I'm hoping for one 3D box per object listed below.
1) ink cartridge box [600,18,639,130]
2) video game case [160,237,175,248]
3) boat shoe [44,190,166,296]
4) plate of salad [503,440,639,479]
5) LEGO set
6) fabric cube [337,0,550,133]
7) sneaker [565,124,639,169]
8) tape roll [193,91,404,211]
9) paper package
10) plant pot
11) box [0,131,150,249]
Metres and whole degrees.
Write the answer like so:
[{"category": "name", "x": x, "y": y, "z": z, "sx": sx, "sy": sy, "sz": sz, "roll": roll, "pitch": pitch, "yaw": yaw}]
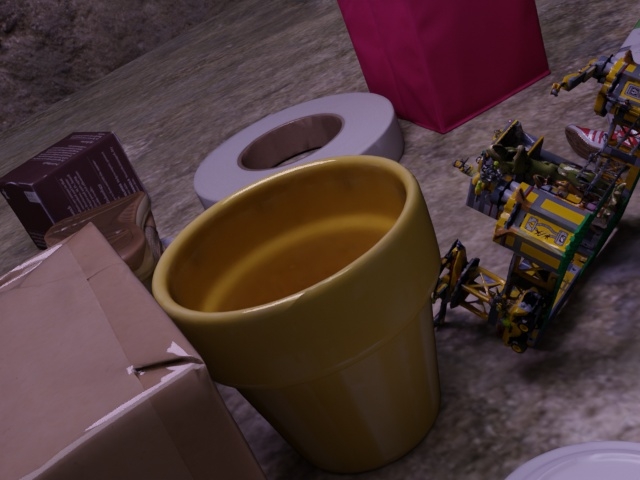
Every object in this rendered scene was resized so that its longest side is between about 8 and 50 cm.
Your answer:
[{"category": "ink cartridge box", "x": 0.518, "y": -0.249, "z": 1.041, "sx": 0.160, "sy": 0.093, "sz": 0.219, "roll": 3, "pitch": 38, "yaw": 40}, {"category": "video game case", "x": -0.168, "y": 0.032, "z": 0.985, "sx": 0.173, "sy": 0.190, "sz": 0.022, "roll": -2, "pitch": 74, "yaw": 41}, {"category": "boat shoe", "x": -0.229, "y": 0.030, "z": 0.799, "sx": 0.121, "sy": 0.110, "sz": 0.341, "roll": -23, "pitch": 20, "yaw": -7}, {"category": "plate of salad", "x": 0.215, "y": 0.217, "z": 0.513, "sx": 0.199, "sy": 0.048, "sz": 0.200, "roll": -11, "pitch": 23, "yaw": 5}, {"category": "LEGO set", "x": 0.211, "y": -0.061, "z": 0.769, "sx": 0.192, "sy": 0.255, "sz": 0.331, "roll": 29, "pitch": 65, "yaw": 24}, {"category": "fabric cube", "x": 0.220, "y": -0.385, "z": 1.323, "sx": 0.254, "sy": 0.258, "sz": 0.259, "roll": -32, "pitch": 29, "yaw": -14}, {"category": "sneaker", "x": 0.396, "y": -0.140, "z": 0.996, "sx": 0.067, "sy": 0.042, "sz": 0.118, "roll": -30, "pitch": 36, "yaw": -5}, {"category": "tape roll", "x": -0.042, "y": -0.151, "z": 1.309, "sx": 0.392, "sy": 0.072, "sz": 0.392, "roll": -18, "pitch": 29, "yaw": 10}, {"category": "paper package", "x": -0.136, "y": 0.191, "z": 0.525, "sx": 0.168, "sy": 0.325, "sz": 0.309, "roll": -32, "pitch": 28, "yaw": -17}, {"category": "plant pot", "x": 0.005, "y": 0.081, "z": 0.696, "sx": 0.254, "sy": 0.239, "sz": 0.254, "roll": -18, "pitch": 29, "yaw": 10}, {"category": "box", "x": -0.491, "y": -0.099, "z": 1.447, "sx": 0.168, "sy": 0.167, "sz": 0.203, "roll": 9, "pitch": 42, "yaw": 44}]
